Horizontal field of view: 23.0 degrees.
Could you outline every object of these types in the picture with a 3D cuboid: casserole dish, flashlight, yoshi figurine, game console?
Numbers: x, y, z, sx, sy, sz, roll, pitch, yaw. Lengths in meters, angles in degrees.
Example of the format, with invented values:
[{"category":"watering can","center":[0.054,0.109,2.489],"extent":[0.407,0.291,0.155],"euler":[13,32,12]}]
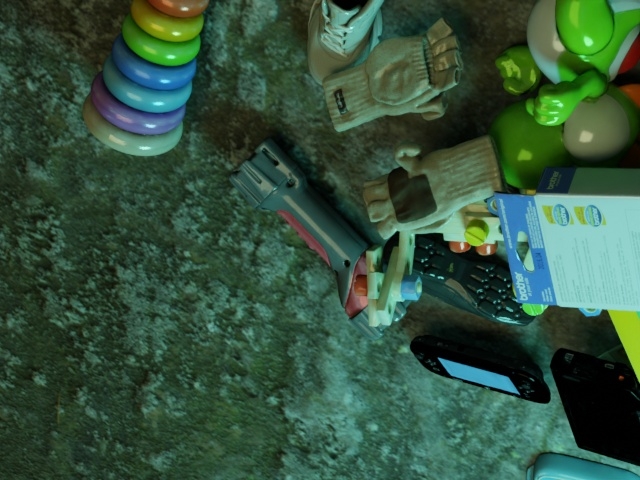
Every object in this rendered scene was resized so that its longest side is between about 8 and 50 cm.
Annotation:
[{"category":"casserole dish","center":[0.382,0.370,2.255],"extent":[0.188,0.037,0.114],"euler":[11,127,21]},{"category":"flashlight","center":[0.000,0.000,2.169],"extent":[0.304,0.103,0.103],"euler":[45,176,-2]},{"category":"yoshi figurine","center":[0.264,-0.193,1.835],"extent":[0.203,0.203,0.362],"euler":[17,133,38]},{"category":"game console","center":[0.293,0.206,2.146],"extent":[0.361,0.044,0.213],"euler":[14,150,30]}]

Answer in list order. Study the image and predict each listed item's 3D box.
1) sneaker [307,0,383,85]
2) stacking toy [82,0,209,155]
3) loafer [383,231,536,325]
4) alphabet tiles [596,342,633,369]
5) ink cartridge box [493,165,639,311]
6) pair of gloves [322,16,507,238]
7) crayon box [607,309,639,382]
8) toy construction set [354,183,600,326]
[{"category":"sneaker","center":[0.028,-0.284,1.932],"extent":[0.099,0.121,0.262],"euler":[29,132,7]},{"category":"stacking toy","center":[-0.208,-0.274,2.070],"extent":[0.141,0.141,0.330],"euler":[30,128,7]},{"category":"loafer","center":[0.189,0.052,2.122],"extent":[0.223,0.076,0.078],"euler":[25,170,0]},{"category":"alphabet tiles","center":[0.501,0.183,2.075],"extent":[0.198,0.009,0.237],"euler":[46,132,-7]},{"category":"ink cartridge box","center":[0.368,0.001,1.819],"extent":[0.311,0.065,0.185],"euler":[1,133,23]},{"category":"pair of gloves","center":[0.117,-0.130,1.921],"extent":[0.204,0.042,0.240],"euler":[-28,78,36]},{"category":"crayon box","center":[0.553,0.141,1.942],"extent":[0.313,0.106,0.363],"euler":[-13,113,33]},{"category":"toy construction set","center":[0.202,0.009,2.012],"extent":[0.328,0.151,0.215],"euler":[-5,121,8]}]
